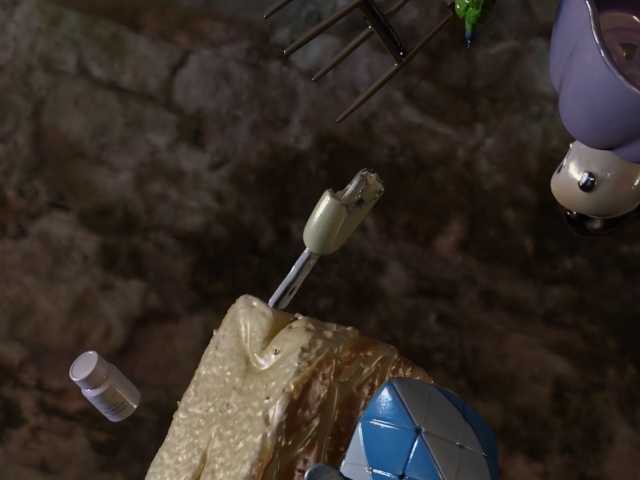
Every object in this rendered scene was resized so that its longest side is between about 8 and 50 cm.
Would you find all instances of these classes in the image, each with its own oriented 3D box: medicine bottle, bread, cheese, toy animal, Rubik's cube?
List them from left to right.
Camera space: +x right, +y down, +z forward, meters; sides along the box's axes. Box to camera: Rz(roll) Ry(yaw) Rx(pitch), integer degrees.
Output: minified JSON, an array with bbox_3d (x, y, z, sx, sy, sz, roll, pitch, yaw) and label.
[{"bbox_3d":[-0.263,0.178,1.640,0.052,0.052,0.089,7,145,43],"label":"medicine bottle"},{"bbox_3d":[-0.026,0.329,2.167,0.371,0.390,0.279,37,167,-38],"label":"bread"},{"bbox_3d":[0.001,0.001,1.892,0.050,0.235,0.127,38,-166,13],"label":"cheese"},{"bbox_3d":[0.105,0.288,1.841,0.254,0.254,0.254,14,173,2],"label":"Rubik's cube"},{"bbox_3d":[0.158,-0.262,1.311,0.041,0.075,0.217,-5,164,-6],"label":"toy animal"},{"bbox_3d":[0.418,-0.093,1.948,0.138,0.166,0.179,41,172,34],"label":"toy animal"}]

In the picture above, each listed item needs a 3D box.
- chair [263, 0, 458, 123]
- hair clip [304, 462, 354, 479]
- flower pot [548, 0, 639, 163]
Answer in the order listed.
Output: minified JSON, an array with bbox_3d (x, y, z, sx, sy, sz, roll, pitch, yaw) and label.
[{"bbox_3d":[0.072,-0.351,2.080,0.166,0.272,0.188,50,-172,-34],"label":"chair"},{"bbox_3d":[0.052,0.277,1.147,0.070,0.039,0.229,32,-167,-35],"label":"hair clip"},{"bbox_3d":[0.350,-0.194,1.359,0.265,0.265,0.243,15,161,-4],"label":"flower pot"}]
